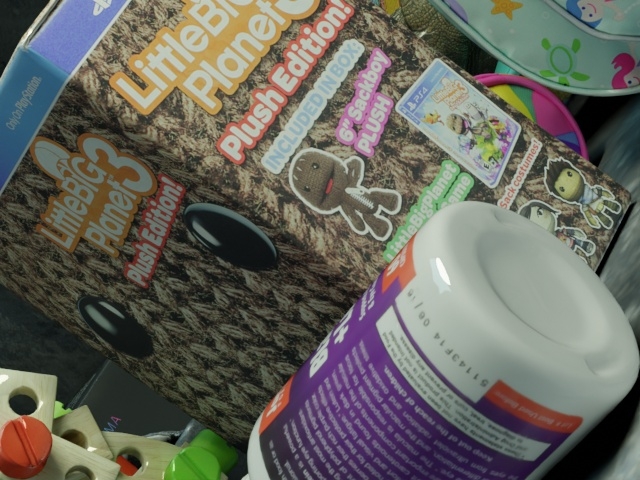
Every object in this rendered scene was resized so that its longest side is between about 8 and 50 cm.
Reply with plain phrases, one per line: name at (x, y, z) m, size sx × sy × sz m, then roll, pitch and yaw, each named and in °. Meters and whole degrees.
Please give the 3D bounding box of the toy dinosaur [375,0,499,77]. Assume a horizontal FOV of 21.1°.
toy dinosaur at (0.074, -0.128, 1.101) m, size 0.313 × 0.160 × 0.121 m, roll -35°, pitch 22°, yaw -36°

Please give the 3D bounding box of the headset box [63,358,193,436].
headset box at (-0.235, 0.263, 1.611) m, size 0.283 × 0.131 × 0.246 m, roll -46°, pitch 11°, yaw 52°

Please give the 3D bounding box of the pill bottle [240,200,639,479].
pill bottle at (0.036, 0.084, 0.737) m, size 0.193 × 0.108 × 0.108 m, roll -50°, pitch 8°, yaw 29°

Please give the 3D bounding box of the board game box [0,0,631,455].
board game box at (-0.031, -0.014, 0.910) m, size 0.141 × 0.291 × 0.232 m, roll -58°, pitch 7°, yaw -31°

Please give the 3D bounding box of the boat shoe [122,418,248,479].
boat shoe at (-0.111, 0.187, 1.257) m, size 0.108 × 0.102 × 0.301 m, roll -57°, pitch 8°, yaw -24°

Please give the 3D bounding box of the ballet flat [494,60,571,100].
ballet flat at (0.201, -0.219, 1.011) m, size 0.123 × 0.123 × 0.348 m, roll -82°, pitch 9°, yaw -76°

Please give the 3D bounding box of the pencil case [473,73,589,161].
pencil case at (0.073, -0.019, 1.062) m, size 0.104 × 0.104 × 0.236 m, roll -58°, pitch 6°, yaw -25°

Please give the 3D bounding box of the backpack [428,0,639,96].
backpack at (0.151, -0.200, 0.856) m, size 0.253 × 0.225 × 0.191 m, roll -44°, pitch 8°, yaw 33°

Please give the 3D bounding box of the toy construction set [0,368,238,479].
toy construction set at (-0.139, 0.159, 1.027) m, size 0.151 × 0.215 × 0.327 m, roll -49°, pitch -5°, yaw -18°

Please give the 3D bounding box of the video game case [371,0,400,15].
video game case at (0.073, -0.133, 1.363) m, size 0.285 × 0.025 × 0.204 m, roll 152°, pitch 110°, yaw -74°
